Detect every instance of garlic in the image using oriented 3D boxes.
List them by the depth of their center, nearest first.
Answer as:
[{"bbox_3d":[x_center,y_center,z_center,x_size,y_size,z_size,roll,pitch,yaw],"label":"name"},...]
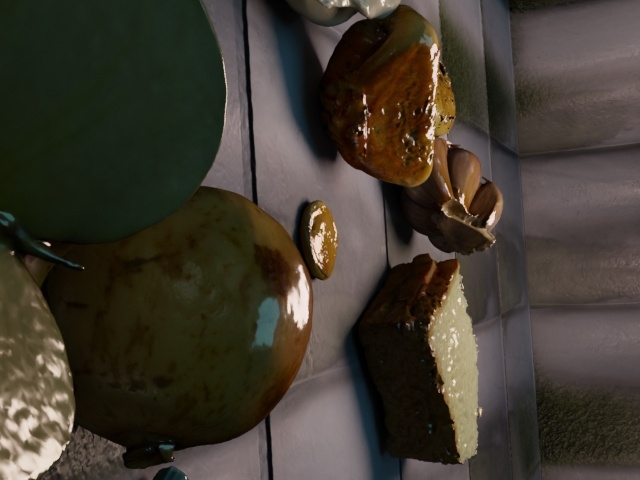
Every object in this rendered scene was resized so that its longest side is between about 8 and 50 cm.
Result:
[{"bbox_3d":[0.215,-0.078,1.567,0.214,0.160,0.191,34,39,-19],"label":"garlic"}]

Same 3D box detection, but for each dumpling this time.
[{"bbox_3d":[0.019,-0.347,1.134,0.132,0.162,0.250,-61,168,26],"label":"dumpling"}]

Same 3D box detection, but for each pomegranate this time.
[{"bbox_3d":[-0.106,0.068,0.662,0.215,0.215,0.215,-4,90,-68],"label":"pomegranate"}]

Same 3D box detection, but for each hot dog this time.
[{"bbox_3d":[0.078,-0.196,1.240,0.150,0.153,0.256,-112,-163,-53],"label":"hot dog"}]

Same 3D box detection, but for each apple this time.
[{"bbox_3d":[-0.209,-0.039,0.404,0.258,0.233,0.295,42,57,-41],"label":"apple"}]

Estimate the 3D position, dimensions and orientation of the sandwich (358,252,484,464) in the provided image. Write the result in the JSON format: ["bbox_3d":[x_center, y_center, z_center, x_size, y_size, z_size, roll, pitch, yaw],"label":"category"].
[{"bbox_3d":[0.176,0.216,1.445,0.262,0.131,0.325,-54,132,-60],"label":"sandwich"}]

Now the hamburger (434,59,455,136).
[{"bbox_3d":[0.169,-0.261,1.539,0.185,0.113,0.177,64,31,-44],"label":"hamburger"}]

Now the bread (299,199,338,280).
[{"bbox_3d":[0.000,0.000,1.186,0.110,0.024,0.110,-3,90,-68],"label":"bread"}]

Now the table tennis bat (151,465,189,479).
[{"bbox_3d":[-0.167,0.263,0.720,0.201,0.033,0.124,-53,136,-52],"label":"table tennis bat"}]
